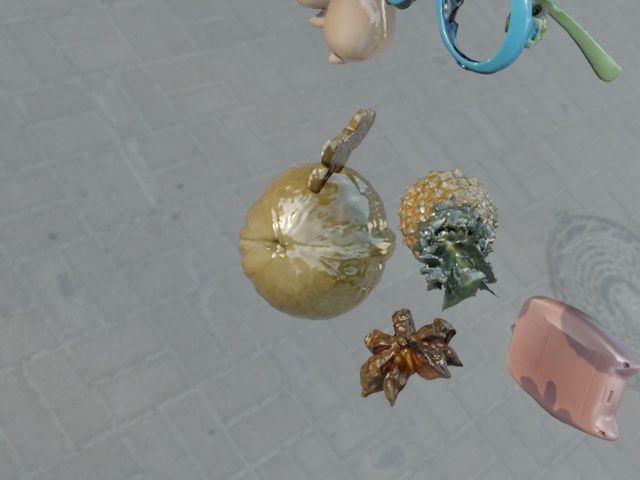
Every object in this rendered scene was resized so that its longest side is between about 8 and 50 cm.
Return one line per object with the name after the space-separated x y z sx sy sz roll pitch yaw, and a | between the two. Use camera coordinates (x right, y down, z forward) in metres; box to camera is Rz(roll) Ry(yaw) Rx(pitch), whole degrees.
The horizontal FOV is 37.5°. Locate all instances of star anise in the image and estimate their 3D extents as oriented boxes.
0.150 0.189 1.630 0.196 0.212 0.111 -42 107 -46 | star anise

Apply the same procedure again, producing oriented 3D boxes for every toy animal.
0.038 -0.409 1.541 0.250 0.154 0.166 57 44 -29 | toy animal

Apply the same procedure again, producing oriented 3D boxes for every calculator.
0.476 0.241 1.855 0.048 0.220 0.329 2 19 -30 | calculator

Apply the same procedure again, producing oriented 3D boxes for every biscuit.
0.041 -0.168 1.638 0.031 0.138 0.205 33 45 9 | biscuit

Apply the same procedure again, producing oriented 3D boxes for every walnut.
0.000 0.000 1.830 0.332 0.333 0.333 19 49 -23 | walnut

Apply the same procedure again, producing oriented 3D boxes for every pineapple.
0.195 -0.004 1.409 0.169 0.169 0.340 38 16 -5 | pineapple

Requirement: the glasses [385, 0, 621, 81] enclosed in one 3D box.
0.143 -0.184 0.781 0.207 0.102 0.239 37 12 -37 | glasses
